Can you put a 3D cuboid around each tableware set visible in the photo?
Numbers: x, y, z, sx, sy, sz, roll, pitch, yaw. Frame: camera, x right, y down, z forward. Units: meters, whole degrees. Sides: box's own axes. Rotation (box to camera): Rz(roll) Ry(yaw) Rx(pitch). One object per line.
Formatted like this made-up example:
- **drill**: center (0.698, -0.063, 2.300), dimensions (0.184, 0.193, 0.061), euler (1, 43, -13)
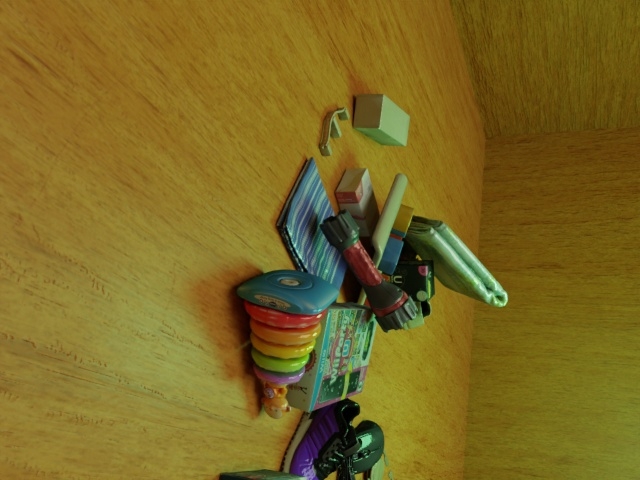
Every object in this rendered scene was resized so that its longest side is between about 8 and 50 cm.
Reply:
- **tableware set**: center (0.176, 0.752, 1.803), dimensions (0.128, 0.039, 0.194), euler (-49, 131, -45)

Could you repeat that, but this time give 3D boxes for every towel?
- **towel**: center (0.000, 0.000, 1.430), dimensions (0.336, 0.040, 0.243), euler (67, 32, -40)
- **towel**: center (0.421, 0.062, 1.946), dimensions (0.374, 0.090, 0.320), euler (45, -3, -16)

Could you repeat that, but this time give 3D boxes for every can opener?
- **can opener**: center (0.306, 0.107, 2.088), dimensions (0.095, 0.076, 0.284), euler (29, 59, -26)

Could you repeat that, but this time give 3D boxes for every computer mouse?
- **computer mouse**: center (0.129, 0.606, 1.662), dimensions (0.272, 0.072, 0.189), euler (-10, 98, -65)

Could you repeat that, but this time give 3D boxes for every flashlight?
- **flashlight**: center (0.113, 0.070, 1.381), dimensions (0.304, 0.103, 0.103), euler (58, 24, -7)

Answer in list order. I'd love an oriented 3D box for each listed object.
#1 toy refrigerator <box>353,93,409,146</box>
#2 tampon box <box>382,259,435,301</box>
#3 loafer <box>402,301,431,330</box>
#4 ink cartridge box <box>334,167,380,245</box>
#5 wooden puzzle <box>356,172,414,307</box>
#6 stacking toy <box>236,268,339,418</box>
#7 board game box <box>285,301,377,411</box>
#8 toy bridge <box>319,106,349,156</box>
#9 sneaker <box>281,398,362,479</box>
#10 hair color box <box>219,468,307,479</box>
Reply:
- **toy refrigerator**: center (0.188, -0.366, 1.787), dimensions (0.269, 0.094, 0.102), euler (5, 92, -65)
- **tampon box**: center (0.283, 0.130, 1.900), dimensions (0.101, 0.160, 0.121), euler (-21, 108, -64)
- **loafer**: center (0.370, 0.241, 2.172), dimensions (0.268, 0.092, 0.102), euler (-58, 141, -49)
- **ink cartridge box**: center (0.110, -0.090, 1.638), dimensions (0.115, 0.067, 0.198), euler (-63, 143, -44)
- **wooden puzzle**: center (0.190, 0.032, 1.667), dimensions (0.348, 0.080, 0.322), euler (98, 13, -45)
- **stacking toy**: center (-0.080, 0.222, 1.158), dimensions (0.165, 0.175, 0.302), euler (-29, 129, -66)
- **board game box**: center (0.023, 0.259, 1.357), dimensions (0.303, 0.097, 0.224), euler (12, 89, -62)
- **toy bridge**: center (0.033, -0.297, 1.520), dimensions (0.063, 0.026, 0.188), euler (66, 34, -37)
- **sneaker**: center (0.017, 0.476, 1.329), dimensions (0.293, 0.146, 0.102), euler (-66, 146, -43)
- **hair color box**: center (-0.124, 0.614, 1.070), dimensions (0.174, 0.105, 0.348), euler (37, 56, -61)
